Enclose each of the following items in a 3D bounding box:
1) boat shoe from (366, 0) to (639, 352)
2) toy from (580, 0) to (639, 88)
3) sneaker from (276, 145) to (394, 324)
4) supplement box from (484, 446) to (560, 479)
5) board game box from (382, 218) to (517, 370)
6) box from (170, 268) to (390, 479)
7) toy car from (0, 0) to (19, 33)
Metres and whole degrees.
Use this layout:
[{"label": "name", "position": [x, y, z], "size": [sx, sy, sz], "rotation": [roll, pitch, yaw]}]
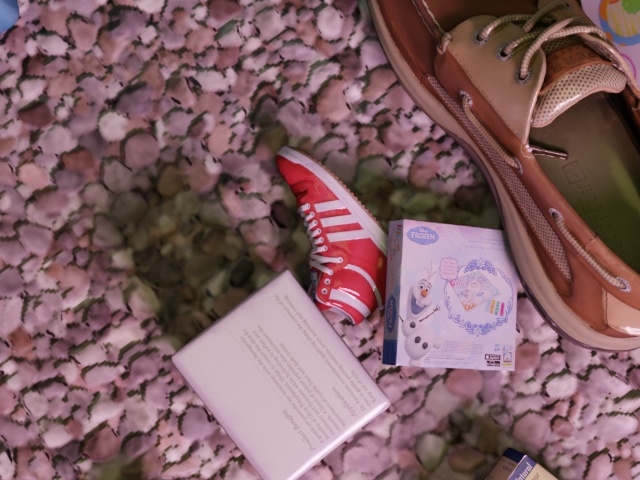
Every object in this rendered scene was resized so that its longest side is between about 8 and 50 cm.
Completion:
[{"label": "boat shoe", "position": [0.139, -0.090, 0.796], "size": [0.122, 0.120, 0.324], "rotation": [-29, 86, -17]}, {"label": "toy", "position": [0.234, -0.165, 0.832], "size": [0.056, 0.137, 0.237], "rotation": [-15, 93, -46]}, {"label": "sneaker", "position": [0.000, 0.000, 0.833], "size": [0.067, 0.042, 0.118], "rotation": [-44, 90, -8]}, {"label": "supplement box", "position": [0.130, 0.187, 0.816], "size": [0.083, 0.056, 0.083], "rotation": [38, 85, 1]}, {"label": "board game box", "position": [0.083, 0.035, 0.827], "size": [0.090, 0.020, 0.090], "rotation": [6, 85, -29]}, {"label": "box", "position": [-0.025, 0.084, 0.796], "size": [0.087, 0.102, 0.101], "rotation": [-38, 88, -7]}, {"label": "toy car", "position": [-0.343, -0.181, 0.768], "size": [0.219, 0.210, 0.238], "rotation": [-33, 75, 7]}]
